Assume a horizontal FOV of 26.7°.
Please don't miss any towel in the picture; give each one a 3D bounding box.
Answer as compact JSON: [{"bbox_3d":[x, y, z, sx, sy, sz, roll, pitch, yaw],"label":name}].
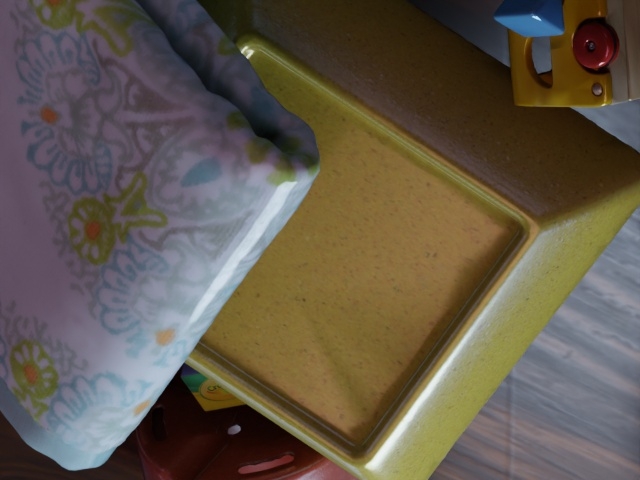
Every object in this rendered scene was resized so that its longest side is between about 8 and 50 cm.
[{"bbox_3d":[-0.197,-0.073,0.882,0.374,0.090,0.320,49,133,15],"label":"towel"}]

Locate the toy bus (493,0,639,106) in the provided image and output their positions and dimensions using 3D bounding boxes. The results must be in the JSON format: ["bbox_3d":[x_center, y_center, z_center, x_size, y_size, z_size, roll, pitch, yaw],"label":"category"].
[{"bbox_3d":[0.162,-0.178,0.837,0.104,0.202,0.191,7,152,47],"label":"toy bus"}]

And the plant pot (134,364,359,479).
[{"bbox_3d":[-0.035,0.237,1.179,0.273,0.272,0.265,-4,125,12],"label":"plant pot"}]

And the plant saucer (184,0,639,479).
[{"bbox_3d":[0.000,0.000,0.937,0.333,0.081,0.332,33,116,2],"label":"plant saucer"}]

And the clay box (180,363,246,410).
[{"bbox_3d":[0.006,0.056,1.075,0.222,0.127,0.053,-14,131,20],"label":"clay box"}]
